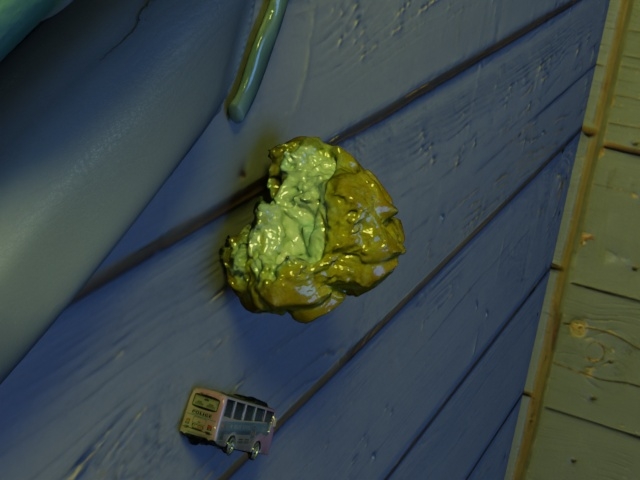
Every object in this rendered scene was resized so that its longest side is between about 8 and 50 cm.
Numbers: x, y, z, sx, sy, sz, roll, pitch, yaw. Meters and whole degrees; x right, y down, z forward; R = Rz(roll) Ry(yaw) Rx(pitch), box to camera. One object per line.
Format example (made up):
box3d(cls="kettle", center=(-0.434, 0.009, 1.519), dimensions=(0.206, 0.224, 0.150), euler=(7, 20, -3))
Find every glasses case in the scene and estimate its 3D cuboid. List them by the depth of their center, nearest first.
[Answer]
box3d(cls="glasses case", center=(-0.134, -0.048, 0.659), dimensions=(0.128, 0.083, 0.308), euler=(94, 22, -47))

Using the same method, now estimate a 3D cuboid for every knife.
box3d(cls="knife", center=(-0.030, -0.187, 0.924), dimensions=(0.028, 0.015, 0.210), euler=(29, 77, -64))

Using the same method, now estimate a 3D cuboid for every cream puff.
box3d(cls="cream puff", center=(0.001, 0.000, 0.982), dimensions=(0.121, 0.156, 0.156), euler=(40, 67, -49))

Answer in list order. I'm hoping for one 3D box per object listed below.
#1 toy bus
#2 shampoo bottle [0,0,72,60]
box3d(cls="toy bus", center=(-0.076, 0.154, 1.044), dimensions=(0.130, 0.037, 0.052), euler=(36, 67, -68))
box3d(cls="shampoo bottle", center=(-0.117, -0.170, 0.458), dimensions=(0.151, 0.222, 0.349), euler=(49, 62, -23))
